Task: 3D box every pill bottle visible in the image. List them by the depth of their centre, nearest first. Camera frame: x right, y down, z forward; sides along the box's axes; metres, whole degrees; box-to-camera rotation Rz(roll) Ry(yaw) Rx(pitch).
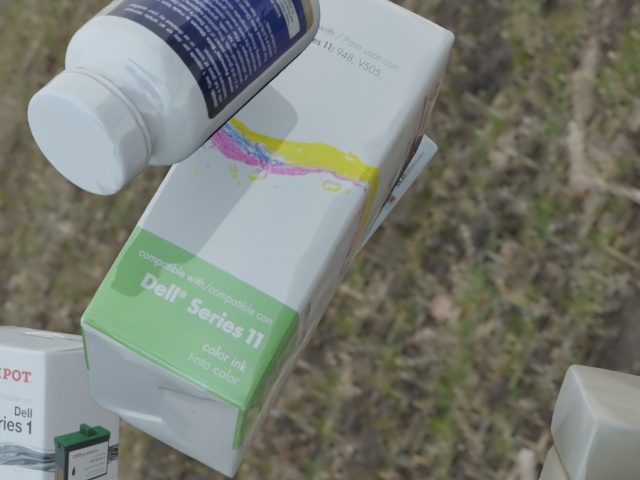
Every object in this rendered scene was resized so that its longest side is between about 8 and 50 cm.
[{"bbox_3d":[-0.084,-0.102,1.067,0.094,0.094,0.169,-18,23,52],"label":"pill bottle"}]

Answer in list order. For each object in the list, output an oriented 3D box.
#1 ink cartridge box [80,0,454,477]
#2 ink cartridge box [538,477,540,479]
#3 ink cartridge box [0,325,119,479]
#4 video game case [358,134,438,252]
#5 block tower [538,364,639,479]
[{"bbox_3d":[-0.019,-0.039,1.254,0.353,0.119,0.207,-61,-5,-19],"label":"ink cartridge box"},{"bbox_3d":[0.203,0.243,1.255,0.212,0.093,0.154,-1,32,48],"label":"ink cartridge box"},{"bbox_3d":[-0.255,0.189,1.612,0.160,0.092,0.219,3,94,40],"label":"ink cartridge box"},{"bbox_3d":[0.000,0.000,1.466,0.183,0.023,0.201,-52,10,-11],"label":"video game case"},{"bbox_3d":[0.054,0.201,0.418,0.097,0.091,0.335,-107,31,-69],"label":"block tower"}]
